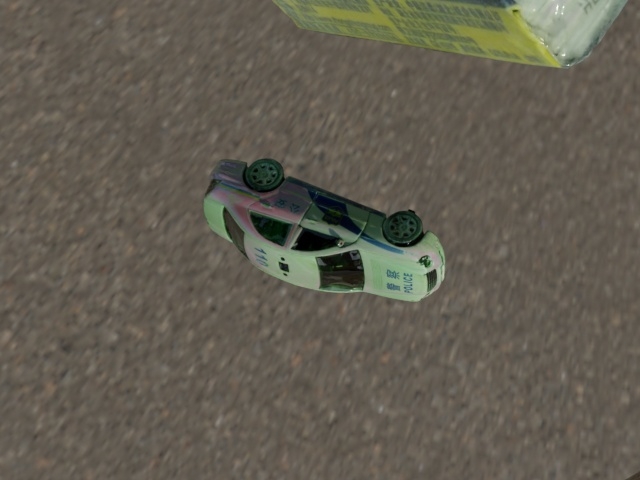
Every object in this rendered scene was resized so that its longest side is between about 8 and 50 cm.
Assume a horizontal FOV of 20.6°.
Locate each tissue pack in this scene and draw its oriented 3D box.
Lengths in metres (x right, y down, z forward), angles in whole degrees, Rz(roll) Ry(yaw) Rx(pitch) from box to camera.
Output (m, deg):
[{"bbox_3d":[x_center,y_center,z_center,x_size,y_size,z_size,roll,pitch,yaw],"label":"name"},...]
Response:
[{"bbox_3d":[0.090,-0.200,1.019,0.081,0.257,0.185,43,75,-34],"label":"tissue pack"}]

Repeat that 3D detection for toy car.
[{"bbox_3d":[0.000,0.000,1.548,0.224,0.076,0.090,21,151,17],"label":"toy car"}]

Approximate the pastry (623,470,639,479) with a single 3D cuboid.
[{"bbox_3d":[0.179,0.165,0.536,0.162,0.311,0.255,-41,66,-14],"label":"pastry"}]
